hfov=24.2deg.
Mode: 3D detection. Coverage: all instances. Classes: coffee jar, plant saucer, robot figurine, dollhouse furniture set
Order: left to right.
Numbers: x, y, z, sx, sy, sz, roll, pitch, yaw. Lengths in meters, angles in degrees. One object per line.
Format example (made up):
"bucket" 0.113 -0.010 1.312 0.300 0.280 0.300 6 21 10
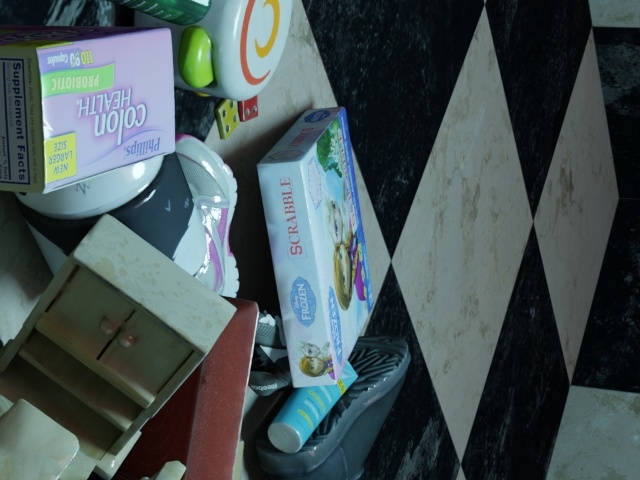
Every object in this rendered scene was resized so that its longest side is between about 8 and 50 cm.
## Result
"dollhouse furniture set" -0.272 0.200 1.332 0.256 0.362 0.394 -50 -174 43
"robot figurine" -0.222 -0.032 1.563 0.173 0.209 0.278 -49 142 -29
"coffee jar" -0.205 -0.291 1.582 0.184 0.079 0.096 7 84 -38
"plant saucer" -0.173 0.181 1.668 0.048 0.258 0.259 9 89 -34

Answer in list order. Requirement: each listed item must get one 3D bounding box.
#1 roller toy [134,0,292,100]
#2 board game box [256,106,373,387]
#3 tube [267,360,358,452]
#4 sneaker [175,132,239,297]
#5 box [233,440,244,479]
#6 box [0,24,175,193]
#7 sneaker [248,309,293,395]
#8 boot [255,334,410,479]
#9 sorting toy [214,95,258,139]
"roller toy" -0.129 -0.269 1.761 0.209 0.146 0.191 12 93 -73
"board game box" 0.000 0.000 2.109 0.318 0.066 0.318 -59 141 -68
"tube" -0.009 0.222 2.133 0.080 0.052 0.207 59 36 -17
"sneaker" -0.161 -0.005 1.796 0.111 0.103 0.252 -52 140 -55
"box" -0.154 0.375 1.996 0.164 0.021 0.201 2 94 -67
"box" -0.284 -0.123 1.300 0.213 0.243 0.117 -26 119 -63
"sneaker" -0.077 0.159 2.059 0.234 0.078 0.106 40 55 -65
"boot" 0.045 0.416 2.306 0.367 0.146 0.445 -40 128 -47
"sorting toy" -0.098 -0.272 1.962 0.132 0.046 0.274 -26 119 -64
